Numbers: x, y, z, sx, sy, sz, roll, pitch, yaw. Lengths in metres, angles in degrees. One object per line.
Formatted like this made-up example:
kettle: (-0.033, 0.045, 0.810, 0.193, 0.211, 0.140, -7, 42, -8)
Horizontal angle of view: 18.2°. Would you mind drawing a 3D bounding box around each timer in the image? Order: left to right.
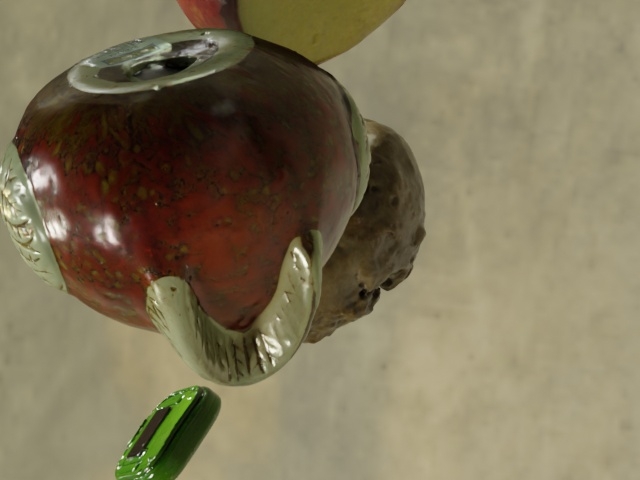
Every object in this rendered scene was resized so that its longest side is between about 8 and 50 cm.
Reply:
timer: (-0.174, 0.225, 2.253, 0.140, 0.047, 0.128, -57, 17, -26)

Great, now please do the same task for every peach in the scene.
peach: (-0.026, -0.292, 1.633, 0.248, 0.245, 0.275, -49, -12, -39)

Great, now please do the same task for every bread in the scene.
bread: (0.000, 0.000, 1.783, 0.230, 0.123, 0.230, -37, 23, 19)

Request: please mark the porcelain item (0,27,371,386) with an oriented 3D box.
porcelain item: (-0.082, -0.014, 1.303, 0.253, 0.253, 0.253, -174, 90, -67)
